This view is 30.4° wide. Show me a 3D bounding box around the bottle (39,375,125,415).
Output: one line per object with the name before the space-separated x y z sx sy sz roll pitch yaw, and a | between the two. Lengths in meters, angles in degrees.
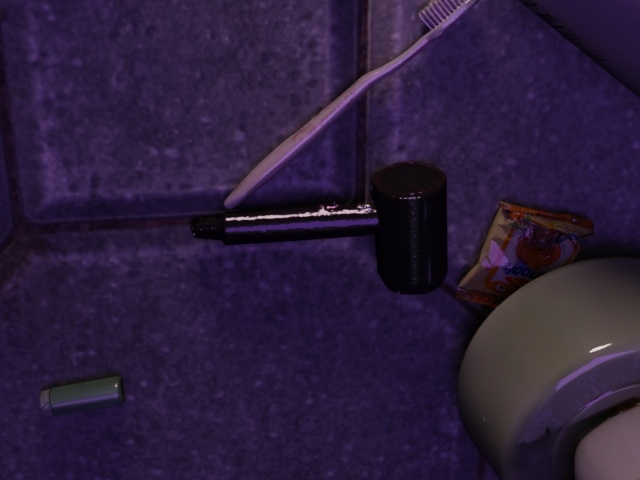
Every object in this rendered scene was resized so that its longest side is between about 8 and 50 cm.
bottle | -0.242 0.159 1.195 0.083 0.030 0.030 -9 117 -3

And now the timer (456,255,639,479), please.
timer | 0.309 0.213 1.124 0.291 0.315 0.291 -5 122 -9

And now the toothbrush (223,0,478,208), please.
toothbrush | 0.021 -0.132 1.093 0.307 0.025 0.029 -40 106 11

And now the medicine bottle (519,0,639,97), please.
medicine bottle | 0.255 -0.237 1.000 0.289 0.157 0.157 34 107 -21

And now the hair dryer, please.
hair dryer | 0.000 -0.001 1.134 0.248 0.070 0.114 -6 116 -1

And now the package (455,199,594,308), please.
package | 0.207 0.020 1.189 0.108 0.031 0.120 17 113 -15
